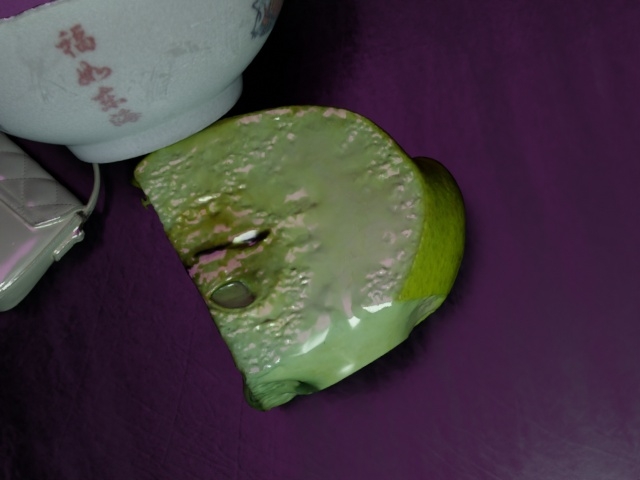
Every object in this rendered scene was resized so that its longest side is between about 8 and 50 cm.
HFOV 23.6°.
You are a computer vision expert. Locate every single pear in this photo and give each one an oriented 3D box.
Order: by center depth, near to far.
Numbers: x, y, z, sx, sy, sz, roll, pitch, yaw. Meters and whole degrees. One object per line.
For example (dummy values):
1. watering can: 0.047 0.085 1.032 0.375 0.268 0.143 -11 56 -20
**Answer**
1. pear: 0.000 0.000 1.491 0.282 0.176 0.286 -30 70 -1

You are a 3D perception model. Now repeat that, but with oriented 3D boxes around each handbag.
1. handbag: -0.352 -0.070 1.610 0.256 0.079 0.219 40 80 11

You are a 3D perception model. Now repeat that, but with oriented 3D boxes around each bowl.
1. bowl: -0.191 -0.200 1.482 0.435 0.435 0.196 -19 112 7
